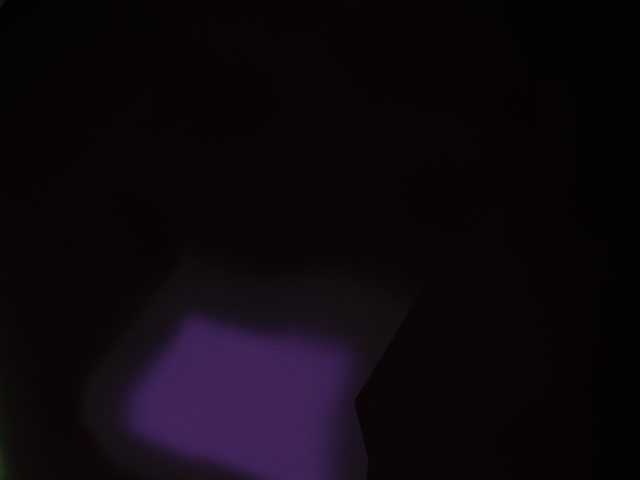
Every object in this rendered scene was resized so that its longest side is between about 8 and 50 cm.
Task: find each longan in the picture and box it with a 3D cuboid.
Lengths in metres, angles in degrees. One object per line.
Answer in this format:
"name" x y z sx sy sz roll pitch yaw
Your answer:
"longan" 0.000 0.000 0.648 0.404 0.336 0.405 2 93 46

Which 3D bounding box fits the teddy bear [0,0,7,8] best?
"teddy bear" -0.344 -0.085 0.876 0.362 0.327 0.375 21 139 51
